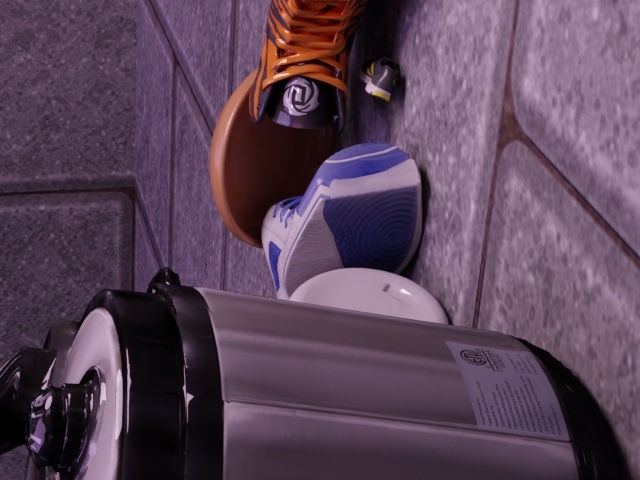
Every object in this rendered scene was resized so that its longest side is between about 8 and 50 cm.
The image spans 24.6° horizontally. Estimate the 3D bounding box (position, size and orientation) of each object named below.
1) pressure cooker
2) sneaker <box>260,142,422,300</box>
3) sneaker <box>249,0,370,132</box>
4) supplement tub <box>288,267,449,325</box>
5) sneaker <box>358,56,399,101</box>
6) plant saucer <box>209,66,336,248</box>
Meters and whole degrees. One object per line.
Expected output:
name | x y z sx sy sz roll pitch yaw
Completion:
pressure cooker | -0.051 0.212 1.004 0.370 0.420 0.376 168 110 -70
sneaker | 0.000 0.001 1.438 0.315 0.127 0.182 101 158 -48
sneaker | 0.005 -0.195 1.341 0.321 0.124 0.180 104 174 -80
supplement tub | 0.032 0.141 1.307 0.144 0.144 0.200 -113 24 -52
sneaker | 0.060 -0.157 1.382 0.035 0.031 0.083 -57 19 17
plant saucer | -0.054 -0.092 1.532 0.037 0.200 0.200 14 112 33
